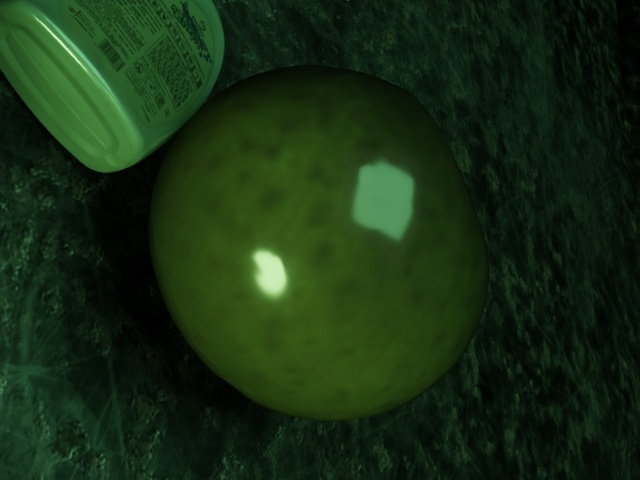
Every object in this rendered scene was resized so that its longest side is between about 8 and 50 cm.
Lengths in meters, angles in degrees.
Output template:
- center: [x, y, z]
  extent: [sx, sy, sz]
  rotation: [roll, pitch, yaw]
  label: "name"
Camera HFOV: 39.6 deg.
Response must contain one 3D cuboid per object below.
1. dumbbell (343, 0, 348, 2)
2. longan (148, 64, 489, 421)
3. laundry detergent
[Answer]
- center: [0.007, -0.409, 1.270]
  extent: [0.147, 0.069, 0.069]
  rotation: [63, 37, -15]
  label: "dumbbell"
- center: [0.000, 0.000, 0.898]
  extent: [0.361, 0.361, 0.361]
  rotation: [25, 58, -47]
  label: "longan"
- center: [-0.189, -0.221, 0.895]
  extent: [0.215, 0.105, 0.280]
  rotation: [53, 42, -25]
  label: "laundry detergent"
